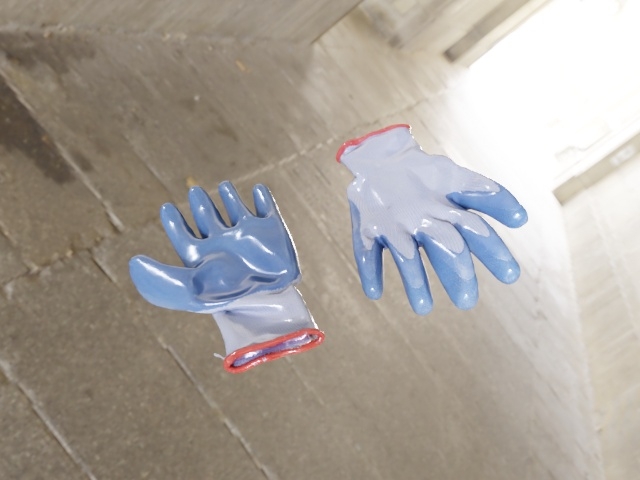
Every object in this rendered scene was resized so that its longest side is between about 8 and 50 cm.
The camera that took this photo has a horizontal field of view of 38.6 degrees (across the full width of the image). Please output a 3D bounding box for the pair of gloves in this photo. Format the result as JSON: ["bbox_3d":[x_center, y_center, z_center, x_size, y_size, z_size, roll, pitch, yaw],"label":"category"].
[{"bbox_3d":[0.000,0.000,0.477,0.159,0.198,0.023,-120,-167,-53],"label":"pair of gloves"}]
